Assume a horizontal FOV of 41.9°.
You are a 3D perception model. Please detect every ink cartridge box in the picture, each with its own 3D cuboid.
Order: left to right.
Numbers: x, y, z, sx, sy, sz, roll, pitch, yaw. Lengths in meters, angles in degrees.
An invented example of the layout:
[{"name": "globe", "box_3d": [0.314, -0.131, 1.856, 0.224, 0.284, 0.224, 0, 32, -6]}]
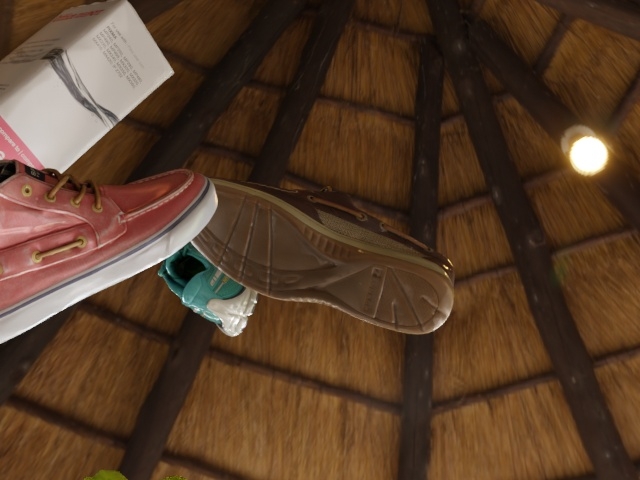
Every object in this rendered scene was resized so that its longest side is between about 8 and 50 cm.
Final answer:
[{"name": "ink cartridge box", "box_3d": [-0.301, -0.150, 0.907, 0.172, 0.237, 0.100, 13, -36, 50]}]

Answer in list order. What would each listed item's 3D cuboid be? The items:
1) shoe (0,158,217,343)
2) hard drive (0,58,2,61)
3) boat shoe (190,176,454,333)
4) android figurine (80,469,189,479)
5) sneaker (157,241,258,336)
[{"name": "shoe", "box_3d": [-0.143, -0.016, 0.476, 0.178, 0.063, 0.081, -32, -57, -25]}, {"name": "hard drive", "box_3d": [-0.408, -0.178, 1.000, 0.135, 0.022, 0.094, 28, -104, -17]}, {"name": "boat shoe", "box_3d": [0.000, 0.000, 1.004, 0.342, 0.123, 0.123, 18, -59, 7]}, {"name": "android figurine", "box_3d": [-0.191, 0.284, 0.653, 0.056, 0.248, 0.273, 33, -35, 24]}, {"name": "sneaker", "box_3d": [-0.168, 0.028, 1.152, 0.110, 0.275, 0.107, 26, -81, -29]}]
